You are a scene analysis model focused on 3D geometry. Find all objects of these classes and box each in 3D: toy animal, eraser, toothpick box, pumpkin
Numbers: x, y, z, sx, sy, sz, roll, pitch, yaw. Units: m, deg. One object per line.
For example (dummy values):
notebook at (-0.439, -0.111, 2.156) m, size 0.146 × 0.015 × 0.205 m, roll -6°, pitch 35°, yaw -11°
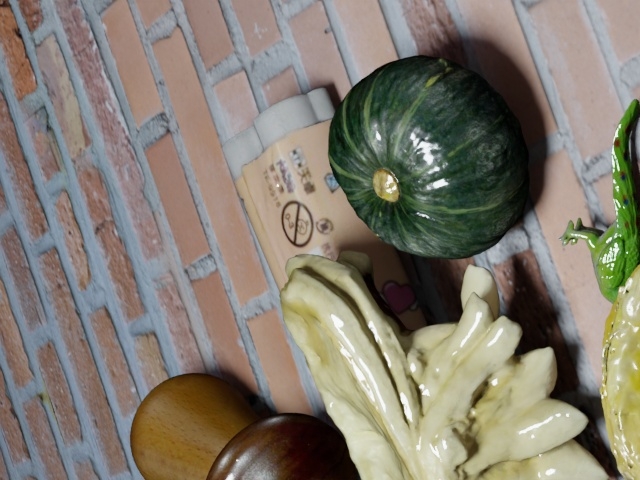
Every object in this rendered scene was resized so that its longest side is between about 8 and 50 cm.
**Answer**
toy animal at (0.260, -0.024, 1.750) m, size 0.075 × 0.041 × 0.217 m, roll 5°, pitch 104°, yaw 32°
eraser at (0.000, 0.000, 2.060) m, size 0.171 × 0.087 × 0.290 m, roll -35°, pitch 75°, yaw 48°
toothpick box at (-0.093, 0.261, 2.184) m, size 0.294 × 0.192 × 0.192 m, roll 25°, pitch 120°, yaw 51°
pumpkin at (0.106, -0.082, 1.844) m, size 0.212 × 0.152 × 0.211 m, roll 19°, pitch 125°, yaw 29°

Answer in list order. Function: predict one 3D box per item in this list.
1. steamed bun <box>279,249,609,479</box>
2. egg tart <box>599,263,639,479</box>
steamed bun at (0.136, 0.177, 1.870) m, size 0.428 × 0.189 × 0.247 m, roll 62°, pitch 167°, yaw -4°
egg tart at (0.361, 0.123, 1.576) m, size 0.288 × 0.118 × 0.288 m, roll -7°, pitch 80°, yaw 39°
